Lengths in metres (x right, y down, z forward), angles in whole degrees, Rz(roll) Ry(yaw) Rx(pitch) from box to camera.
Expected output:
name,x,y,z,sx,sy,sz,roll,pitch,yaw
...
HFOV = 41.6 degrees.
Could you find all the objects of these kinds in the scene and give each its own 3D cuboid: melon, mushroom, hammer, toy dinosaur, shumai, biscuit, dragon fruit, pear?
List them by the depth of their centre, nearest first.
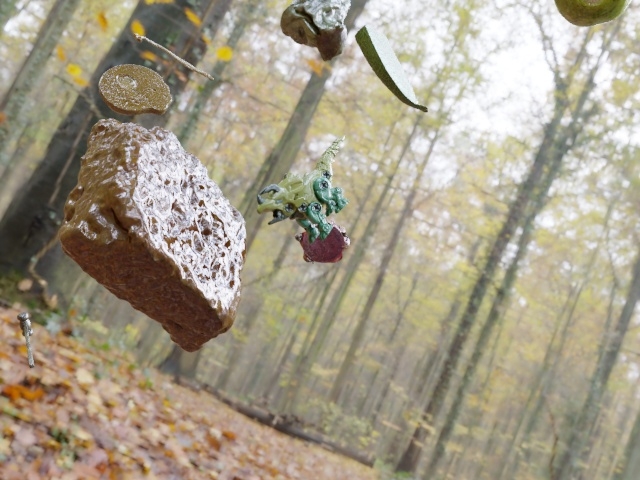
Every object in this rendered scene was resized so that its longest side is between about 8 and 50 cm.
name,x,y,z,sx,sy,sz,roll,pitch,yaw
biscuit,-0.300,-0.021,1.643,0.166,0.343,0.395,-20,-46,26
toy dinosaur,-0.008,-0.105,1.728,0.153,0.259,0.094,49,-23,-13
pear,0.633,-0.584,1.952,0.187,0.188,0.219,23,14,9
hammer,-0.685,0.239,1.974,0.292,0.029,0.058,-148,-137,-64
dragon fruit,0.005,0.002,2.042,0.068,0.126,0.112,-124,-164,-70
melon,0.180,-0.417,2.083,0.053,0.114,0.262,-32,-83,36
biscuit,-0.550,-0.436,2.481,0.208,0.181,0.049,-11,-27,-29
mushroom,-0.445,-0.560,2.574,0.286,0.028,0.025,25,-24,-35
shumai,0.021,-0.689,2.709,0.222,0.260,0.225,46,-41,7
